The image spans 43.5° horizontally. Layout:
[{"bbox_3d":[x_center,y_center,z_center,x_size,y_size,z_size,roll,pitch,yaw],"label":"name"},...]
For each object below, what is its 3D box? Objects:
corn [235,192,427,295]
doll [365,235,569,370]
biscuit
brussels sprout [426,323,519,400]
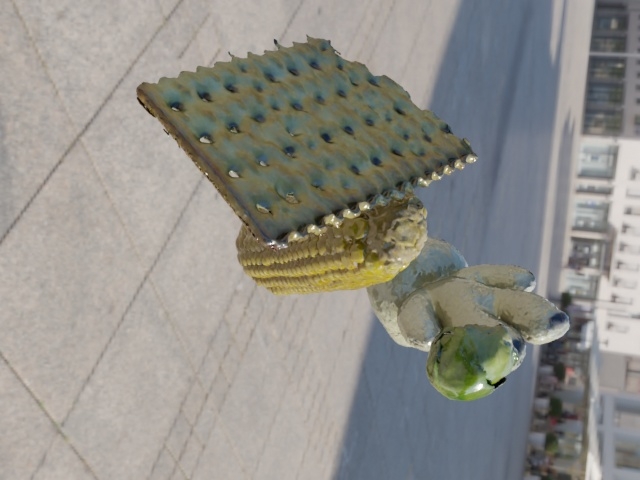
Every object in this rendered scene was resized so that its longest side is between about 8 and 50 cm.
[{"bbox_3d":[0.000,0.000,0.686,0.097,0.262,0.097,1,87,-30],"label":"corn"},{"bbox_3d":[0.172,0.091,1.017,0.175,0.278,0.149,8,103,-35],"label":"doll"},{"bbox_3d":[-0.002,-0.073,0.505,0.203,0.144,0.016,-28,159,-43],"label":"biscuit"},{"bbox_3d":[0.096,0.069,0.490,0.083,0.051,0.046,-12,87,-64],"label":"brussels sprout"}]
